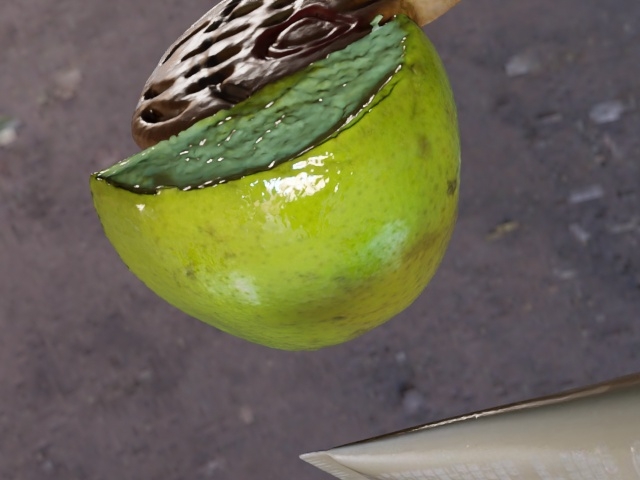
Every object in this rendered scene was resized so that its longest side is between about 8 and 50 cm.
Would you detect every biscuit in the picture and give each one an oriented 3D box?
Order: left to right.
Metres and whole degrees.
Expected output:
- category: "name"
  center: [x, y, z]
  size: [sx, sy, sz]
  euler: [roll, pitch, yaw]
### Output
- category: "biscuit"
  center: [-0.016, -0.188, 1.583]
  size: [0.314, 0.063, 0.367]
  euler: [-21, 23, 21]

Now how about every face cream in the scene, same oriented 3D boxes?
- category: "face cream"
  center: [0.154, 0.123, 1.014]
  size: [0.341, 0.137, 0.084]
  euler: [-18, 53, 42]

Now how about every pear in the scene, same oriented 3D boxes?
- category: "pear"
  center: [0.005, 0.000, 1.349]
  size: [0.288, 0.239, 0.139]
  euler: [-28, 38, -11]
